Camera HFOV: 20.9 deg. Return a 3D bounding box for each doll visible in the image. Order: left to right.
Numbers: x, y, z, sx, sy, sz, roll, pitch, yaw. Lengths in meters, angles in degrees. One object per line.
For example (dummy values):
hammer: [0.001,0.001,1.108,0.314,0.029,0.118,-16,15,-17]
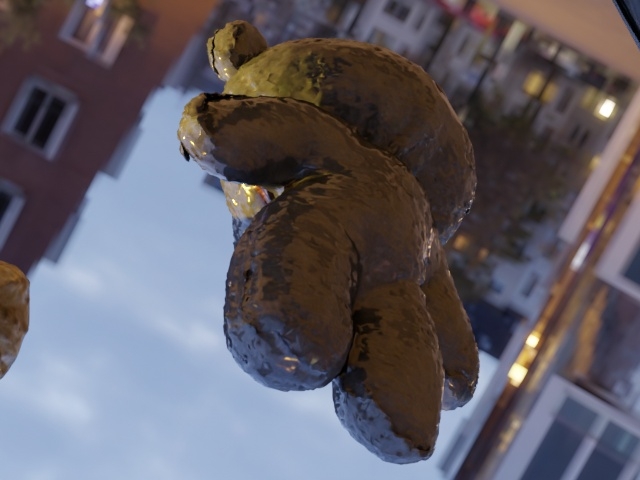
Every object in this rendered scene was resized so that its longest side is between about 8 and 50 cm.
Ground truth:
doll: [-0.005,0.002,1.030,0.246,0.158,0.340,37,-145,-25]

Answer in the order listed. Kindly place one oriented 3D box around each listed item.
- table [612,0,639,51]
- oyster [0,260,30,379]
table: [0.162,-0.221,0.610,0.335,0.222,0.272,64,-173,5]
oyster: [-0.319,0.094,1.032,0.294,0.094,0.166,-7,-135,8]
